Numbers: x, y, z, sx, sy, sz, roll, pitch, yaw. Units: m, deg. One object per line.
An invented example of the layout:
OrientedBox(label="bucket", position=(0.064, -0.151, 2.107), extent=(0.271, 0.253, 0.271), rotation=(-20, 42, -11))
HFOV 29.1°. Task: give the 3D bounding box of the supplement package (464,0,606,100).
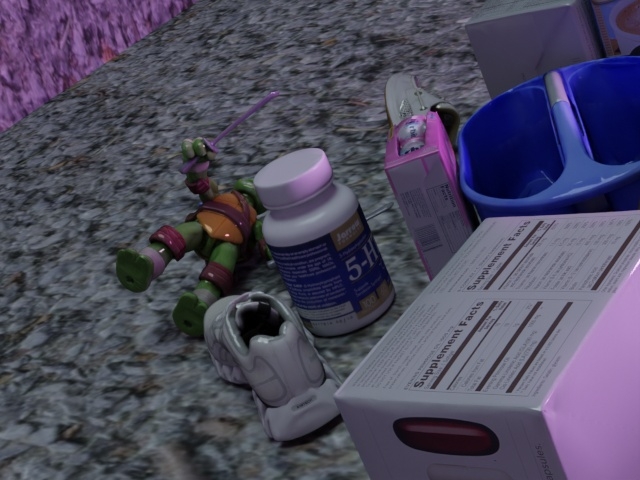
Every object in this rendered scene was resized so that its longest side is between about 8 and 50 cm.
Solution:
OrientedBox(label="supplement package", position=(0.314, -0.241, 1.564), extent=(0.149, 0.194, 0.203), rotation=(-4, 30, 37))

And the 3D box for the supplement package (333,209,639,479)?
OrientedBox(label="supplement package", position=(0.158, 0.144, 0.789), extent=(0.145, 0.262, 0.204), rotation=(-3, 31, 41))

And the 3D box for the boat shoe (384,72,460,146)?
OrientedBox(label="boat shoe", position=(0.144, -0.151, 1.668), extent=(0.096, 0.098, 0.277), rotation=(-18, 33, 12))

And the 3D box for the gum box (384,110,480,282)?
OrientedBox(label="gum box", position=(0.125, -0.035, 1.305), extent=(0.062, 0.188, 0.107), rotation=(-18, 24, 13))

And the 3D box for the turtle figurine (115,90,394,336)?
OrientedBox(label="turtle figurine", position=(-0.110, -0.030, 1.515), extent=(0.274, 0.198, 0.266), rotation=(-9, 31, 39))

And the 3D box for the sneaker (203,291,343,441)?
OrientedBox(label="sneaker", position=(-0.063, 0.099, 1.291), extent=(0.110, 0.118, 0.292), rotation=(-31, 22, -12))

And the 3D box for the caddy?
OrientedBox(label="caddy", position=(0.272, -0.089, 1.298), extent=(0.241, 0.179, 0.341), rotation=(-19, 24, 13))

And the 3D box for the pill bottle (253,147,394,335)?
OrientedBox(label="pill bottle", position=(0.000, 0.000, 1.351), extent=(0.112, 0.187, 0.112), rotation=(-20, 24, 9))

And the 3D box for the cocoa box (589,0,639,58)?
OrientedBox(label="cocoa box", position=(0.516, -0.300, 1.423), extent=(0.347, 0.228, 0.231), rotation=(-5, 29, 37))

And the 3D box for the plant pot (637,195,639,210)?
OrientedBox(label="plant pot", position=(0.391, -0.045, 0.988), extent=(0.323, 0.323, 0.280), rotation=(2, 51, 46))
